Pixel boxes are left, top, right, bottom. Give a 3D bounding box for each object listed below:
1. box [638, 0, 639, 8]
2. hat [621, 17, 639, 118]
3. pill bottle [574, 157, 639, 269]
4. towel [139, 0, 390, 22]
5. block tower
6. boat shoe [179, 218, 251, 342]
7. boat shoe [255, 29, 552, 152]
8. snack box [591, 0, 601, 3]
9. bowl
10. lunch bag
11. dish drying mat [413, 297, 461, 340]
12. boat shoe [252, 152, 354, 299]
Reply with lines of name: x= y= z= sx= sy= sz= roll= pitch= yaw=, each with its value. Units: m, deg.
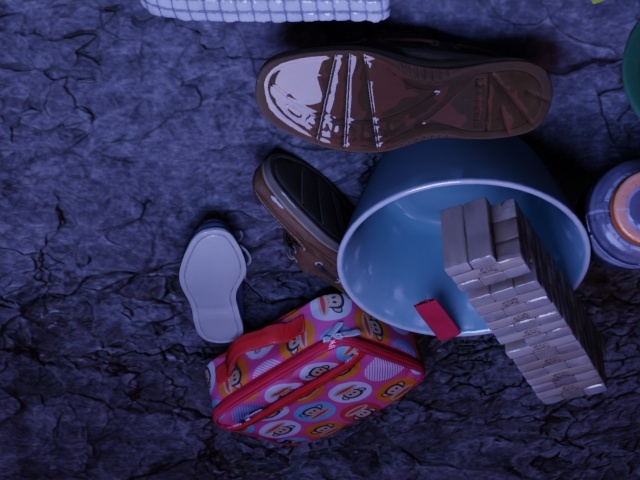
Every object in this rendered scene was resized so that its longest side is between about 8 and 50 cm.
box: x=0.458 y=-0.266 z=1.540 sx=0.180 sy=0.077 sz=0.147 roll=-20 pitch=136 yaw=23
hat: x=0.424 y=-0.174 z=1.547 sx=0.208 sy=0.173 sz=0.183 roll=-53 pitch=166 yaw=8
pill bottle: x=0.385 y=-0.031 z=1.700 sx=0.130 sy=0.130 sz=0.246 roll=-2 pitch=177 yaw=3
towel: x=-0.061 y=-0.348 z=1.420 sx=0.284 sy=0.121 sz=0.235 roll=0 pitch=139 yaw=3
block tower: x=0.256 y=0.082 z=1.701 sx=0.091 sy=0.097 sz=0.335 roll=-18 pitch=138 yaw=22
boat shoe: x=-0.142 y=0.045 z=1.928 sx=0.095 sy=0.079 sz=0.254 roll=-5 pitch=143 yaw=3
boat shoe: x=0.090 y=-0.182 z=1.612 sx=0.342 sy=0.123 sz=0.123 roll=-3 pitch=117 yaw=-10
snack box: x=0.348 y=-0.358 z=1.437 sx=0.207 sy=0.070 sz=0.174 roll=-19 pitch=136 yaw=20
bowl: x=0.175 y=-0.032 z=1.764 sx=0.312 sy=0.163 sz=0.311 roll=0 pitch=141 yaw=0
lunch bag: x=-0.021 y=0.186 z=2.035 sx=0.293 sy=0.120 sz=0.258 roll=-33 pitch=142 yaw=30
dish drying mat: x=0.151 y=0.101 z=1.793 sx=0.032 sy=0.008 sz=0.083 roll=-18 pitch=136 yaw=21
boat shoe: x=0.000 y=0.000 z=1.845 sx=0.104 sy=0.110 sz=0.307 roll=-27 pitch=133 yaw=28
